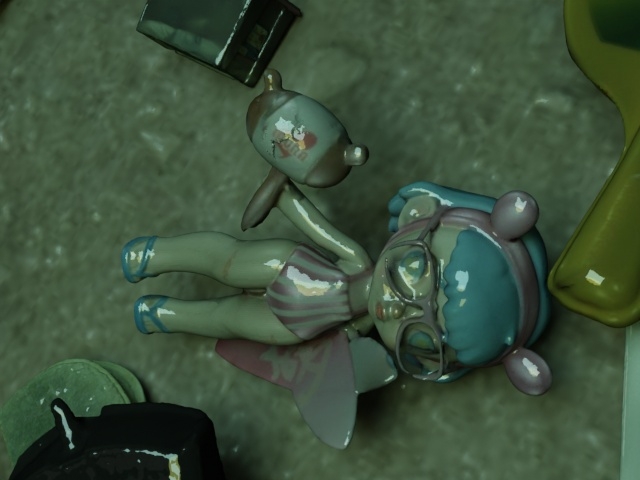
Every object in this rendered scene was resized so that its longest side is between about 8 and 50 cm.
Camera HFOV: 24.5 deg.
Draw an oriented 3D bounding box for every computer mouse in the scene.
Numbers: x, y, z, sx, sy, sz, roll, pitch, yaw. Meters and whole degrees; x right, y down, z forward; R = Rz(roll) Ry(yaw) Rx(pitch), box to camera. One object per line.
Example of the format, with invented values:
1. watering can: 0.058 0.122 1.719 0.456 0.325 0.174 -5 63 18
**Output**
1. computer mouse: -0.091 0.208 0.814 0.147 0.088 0.264 -21 84 15

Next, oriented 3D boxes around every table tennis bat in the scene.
1. table tennis bat: 0.210 -0.093 0.795 0.198 0.050 0.321 21 70 27

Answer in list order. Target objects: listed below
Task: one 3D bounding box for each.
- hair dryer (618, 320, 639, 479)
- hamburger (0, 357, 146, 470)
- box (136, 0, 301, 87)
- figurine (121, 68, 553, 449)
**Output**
1. hair dryer: 0.162 0.089 0.764 0.131 0.073 0.236 -2 70 25
2. hamburger: -0.143 0.118 0.897 0.084 0.054 0.121 -38 55 10
3. box: -0.068 -0.144 0.949 0.084 0.060 0.063 28 93 28
4. figurine: 0.006 0.004 0.831 0.260 0.103 0.205 -1 98 28
